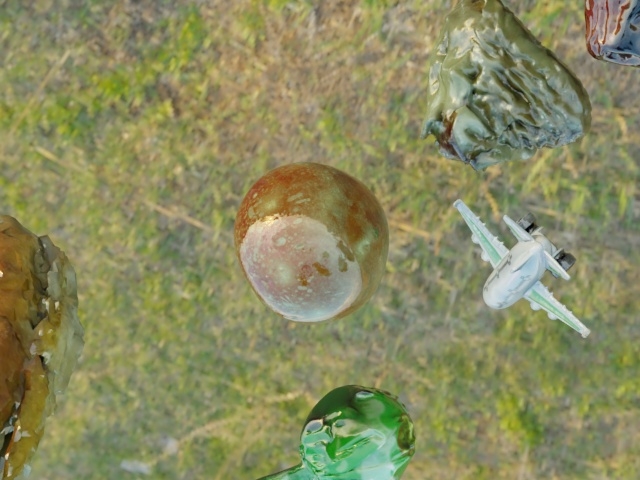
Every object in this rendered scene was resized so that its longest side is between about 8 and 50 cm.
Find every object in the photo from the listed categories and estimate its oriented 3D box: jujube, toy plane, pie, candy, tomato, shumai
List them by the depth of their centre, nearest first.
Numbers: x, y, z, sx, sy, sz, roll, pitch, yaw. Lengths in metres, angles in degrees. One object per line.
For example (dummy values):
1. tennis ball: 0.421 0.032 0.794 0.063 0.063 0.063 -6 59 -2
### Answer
1. pie: -0.260 0.104 0.725 0.308 0.308 0.085 -11 135 36
2. candy: -0.067 0.223 1.011 0.323 0.097 0.097 -27 131 1
3. jujube: 0.369 -0.300 1.286 0.168 0.236 0.168 20 -176 -1
4. shumai: 0.236 -0.194 1.649 0.256 0.218 0.189 45 175 6
5. toy plane: 0.281 0.040 1.650 0.251 0.101 0.255 47 167 11
6. tomato: 0.000 0.000 1.948 0.222 0.270 0.270 -11 132 42
